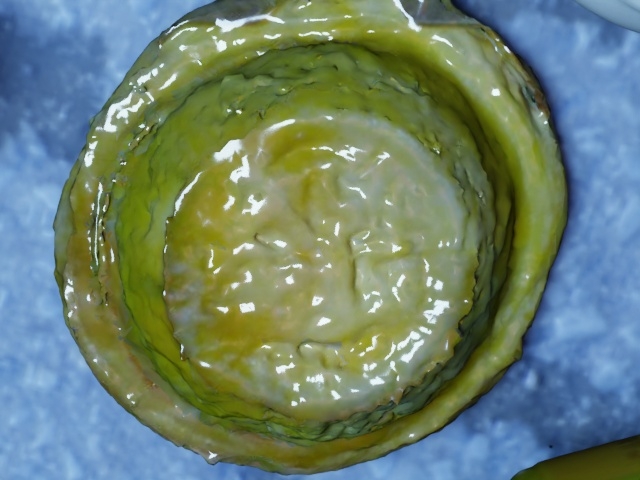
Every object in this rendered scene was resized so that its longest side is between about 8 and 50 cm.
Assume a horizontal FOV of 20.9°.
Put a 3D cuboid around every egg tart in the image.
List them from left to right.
[{"bbox_3d":[0.000,0.000,0.913,0.288,0.118,0.288,-1,101,-5],"label":"egg tart"}]

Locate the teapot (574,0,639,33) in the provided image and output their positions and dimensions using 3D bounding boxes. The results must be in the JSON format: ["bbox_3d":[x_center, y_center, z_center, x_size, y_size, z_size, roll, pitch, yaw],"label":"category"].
[{"bbox_3d":[0.210,-0.195,0.862,0.299,0.166,0.208,8,122,-15],"label":"teapot"}]

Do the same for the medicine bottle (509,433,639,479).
[{"bbox_3d":[0.177,0.216,0.924,0.384,0.224,0.224,-15,106,2],"label":"medicine bottle"}]
